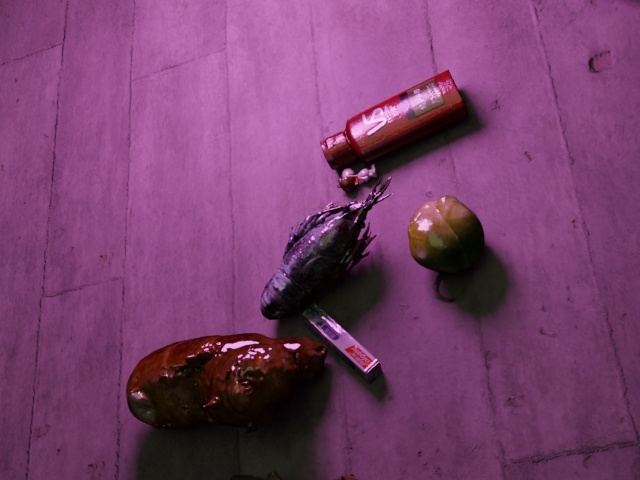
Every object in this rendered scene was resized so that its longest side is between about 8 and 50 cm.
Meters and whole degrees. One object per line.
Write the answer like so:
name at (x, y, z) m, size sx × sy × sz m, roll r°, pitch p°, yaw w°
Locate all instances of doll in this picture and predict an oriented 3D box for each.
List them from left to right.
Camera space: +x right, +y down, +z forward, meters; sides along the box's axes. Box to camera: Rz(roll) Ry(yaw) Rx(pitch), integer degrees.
doll at (0.078, -0.130, 1.905) m, size 0.085 × 0.040 × 0.058 m, roll 1°, pitch 56°, yaw 25°

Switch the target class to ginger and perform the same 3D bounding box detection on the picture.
ginger at (-0.209, 0.274, 1.716) m, size 0.419 × 0.254 × 0.176 m, roll -11°, pitch 94°, yaw 19°

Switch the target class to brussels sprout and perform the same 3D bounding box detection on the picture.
brussels sprout at (0.235, -0.003, 1.722) m, size 0.155 × 0.117 × 0.155 m, roll -12°, pitch 40°, yaw 11°

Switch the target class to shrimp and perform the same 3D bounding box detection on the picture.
shrimp at (-0.001, 0.002, 1.807) m, size 0.172 × 0.137 × 0.372 m, roll 42°, pitch 88°, yaw 17°

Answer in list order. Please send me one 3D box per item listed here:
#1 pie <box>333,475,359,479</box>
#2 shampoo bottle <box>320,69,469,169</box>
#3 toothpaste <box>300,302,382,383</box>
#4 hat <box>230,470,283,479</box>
pie at (0.037, 0.647, 1.460) m, size 0.418 × 0.180 × 0.395 m, roll -53°, pitch 50°, yaw 8°
shampoo bottle at (0.152, -0.246, 1.903) m, size 0.314 × 0.076 × 0.118 m, roll -24°, pitch 61°, yaw 12°
toothpaste at (0.039, 0.198, 1.755) m, size 0.040 × 0.047 × 0.196 m, roll -40°, pitch 54°, yaw -16°
hat at (-0.103, 0.491, 1.667) m, size 0.175 × 0.085 × 0.147 m, roll 2°, pitch 76°, yaw 50°
